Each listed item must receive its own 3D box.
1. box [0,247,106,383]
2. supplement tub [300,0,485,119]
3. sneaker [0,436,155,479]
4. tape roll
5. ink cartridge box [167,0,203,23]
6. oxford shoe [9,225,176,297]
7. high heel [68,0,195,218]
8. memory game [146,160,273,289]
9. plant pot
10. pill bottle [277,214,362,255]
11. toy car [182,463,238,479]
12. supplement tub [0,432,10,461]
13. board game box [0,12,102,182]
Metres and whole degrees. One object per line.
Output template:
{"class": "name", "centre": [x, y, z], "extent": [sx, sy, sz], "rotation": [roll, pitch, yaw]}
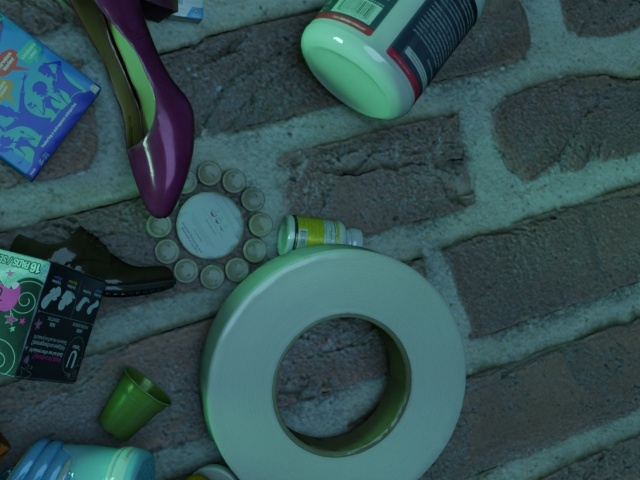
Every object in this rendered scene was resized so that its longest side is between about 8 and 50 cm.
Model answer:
{"class": "box", "centre": [-0.419, 0.077, 1.161], "extent": [0.247, 0.163, 0.142], "rotation": [12, 82, 14]}
{"class": "supplement tub", "centre": [0.118, -0.329, 1.393], "extent": [0.191, 0.191, 0.272], "rotation": [40, 77, -12]}
{"class": "sneaker", "centre": [-0.339, 0.398, 1.260], "extent": [0.208, 0.127, 0.319], "rotation": [12, 102, 7]}
{"class": "tape roll", "centre": [0.021, 0.200, 1.367], "extent": [0.392, 0.072, 0.392], "rotation": [-2, 97, -18]}
{"class": "ink cartridge box", "centre": [-0.194, -0.359, 1.378], "extent": [0.048, 0.028, 0.083], "rotation": [3, 87, -18]}
{"class": "oxford shoe", "centre": [-0.305, 0.029, 1.295], "extent": [0.227, 0.083, 0.096], "rotation": [7, 83, -18]}
{"class": "high heel", "centre": [-0.277, -0.215, 1.279], "extent": [0.181, 0.127, 0.377], "rotation": [4, 72, -39]}
{"class": "memory game", "centre": [-0.158, -0.021, 1.382], "extent": [0.186, 0.012, 0.186], "rotation": [1, 88, -18]}
{"class": "plant pot", "centre": [-0.260, 0.228, 1.308], "extent": [0.083, 0.083, 0.079], "rotation": [40, 88, -12]}
{"class": "pill bottle", "centre": [0.000, 0.000, 1.405], "extent": [0.116, 0.065, 0.065], "rotation": [8, 85, -18]}
{"class": "toy car", "centre": [-0.159, 0.411, 1.306], "extent": [0.136, 0.159, 0.182], "rotation": [-33, 99, 18]}
{"class": "supplement tub", "centre": [-0.538, 0.323, 1.146], "extent": [0.193, 0.193, 0.316], "rotation": [44, 75, -11]}
{"class": "board game box", "centre": [-0.427, -0.204, 1.284], "extent": [0.210, 0.047, 0.160], "rotation": [36, 77, -13]}
